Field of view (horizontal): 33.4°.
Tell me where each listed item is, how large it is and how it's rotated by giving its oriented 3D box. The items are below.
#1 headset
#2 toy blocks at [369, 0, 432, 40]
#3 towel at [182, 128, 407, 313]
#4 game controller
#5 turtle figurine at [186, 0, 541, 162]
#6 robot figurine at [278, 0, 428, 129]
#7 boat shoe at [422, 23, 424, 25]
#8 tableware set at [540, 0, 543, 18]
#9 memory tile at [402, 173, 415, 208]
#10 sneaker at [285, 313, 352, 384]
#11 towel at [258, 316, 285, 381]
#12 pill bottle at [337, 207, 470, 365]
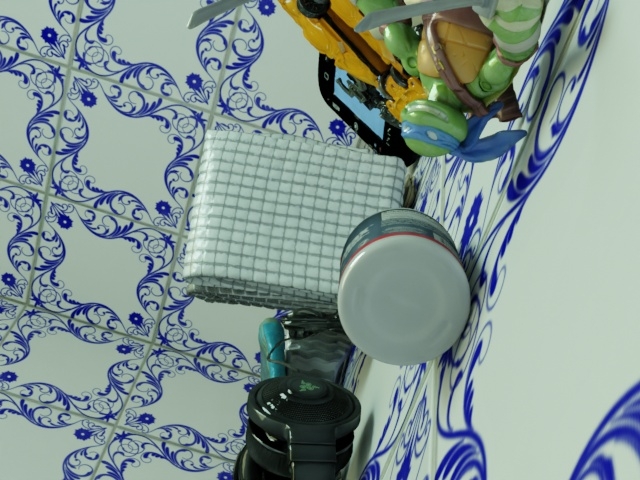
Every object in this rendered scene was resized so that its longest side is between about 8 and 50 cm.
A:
[{"bbox_3d":[-0.004,0.244,1.258,0.243,0.185,0.394,104,166,-48],"label":"headset"},{"bbox_3d":[0.135,-0.442,1.215,0.260,0.309,0.289,-17,31,34],"label":"toy blocks"},{"bbox_3d":[-0.033,-0.020,1.457,0.121,0.283,0.235,99,179,-65],"label":"towel"},{"bbox_3d":[0.073,-0.239,1.656,0.319,0.067,0.166,51,136,49],"label":"game controller"},{"bbox_3d":[0.093,-0.215,0.800,0.266,0.274,0.198,-64,16,-9],"label":"turtle figurine"},{"bbox_3d":[0.069,-0.280,1.431,0.085,0.291,0.211,-46,3,-26],"label":"robot figurine"},{"bbox_3d":[0.139,-0.301,1.694,0.320,0.118,0.103,133,160,-69],"label":"boat shoe"},{"bbox_3d":[0.198,-0.245,0.988,0.141,0.020,0.169,-81,8,-76],"label":"tableware set"},{"bbox_3d":[0.108,-0.018,1.525,0.113,0.012,0.148,-81,8,-75],"label":"memory tile"},{"bbox_3d":[-0.022,0.222,1.680,0.115,0.105,0.281,110,176,-45],"label":"sneaker"},{"bbox_3d":[-0.075,0.333,1.564,0.271,0.040,0.370,97,172,-45],"label":"towel"},{"bbox_3d":[0.069,0.030,0.925,0.180,0.108,0.108,-81,8,-77],"label":"pill bottle"}]
